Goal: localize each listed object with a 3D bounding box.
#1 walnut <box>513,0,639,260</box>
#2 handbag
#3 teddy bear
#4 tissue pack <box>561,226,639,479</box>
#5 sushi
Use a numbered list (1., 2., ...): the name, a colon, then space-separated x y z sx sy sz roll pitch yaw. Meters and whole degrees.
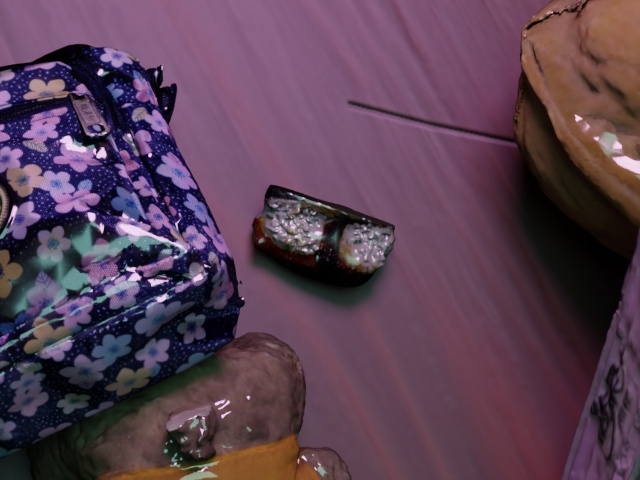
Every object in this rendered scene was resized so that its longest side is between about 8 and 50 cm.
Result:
1. walnut: 0.226 -0.070 1.042 0.245 0.198 0.198 24 74 -4
2. handbag: -0.163 0.000 0.958 0.229 0.127 0.208 -28 53 0
3. teddy bear: -0.059 0.155 0.975 0.177 0.140 0.190 -16 89 -16
4. tissue pack: 0.328 0.098 1.000 0.361 0.259 0.122 -1 40 -12
5. sushi: 0.000 0.000 1.071 0.083 0.044 0.046 18 96 -4
